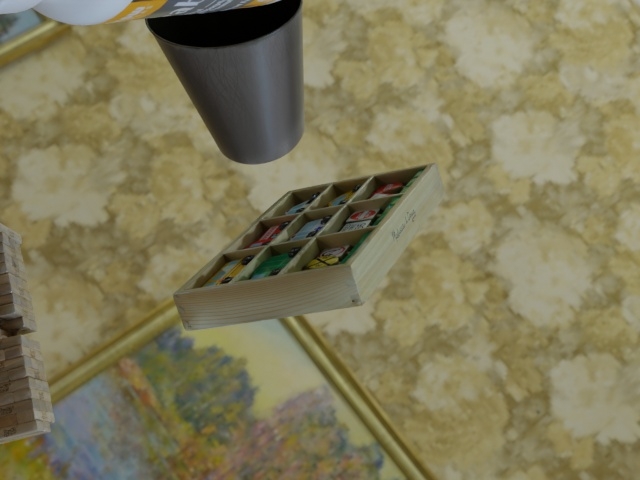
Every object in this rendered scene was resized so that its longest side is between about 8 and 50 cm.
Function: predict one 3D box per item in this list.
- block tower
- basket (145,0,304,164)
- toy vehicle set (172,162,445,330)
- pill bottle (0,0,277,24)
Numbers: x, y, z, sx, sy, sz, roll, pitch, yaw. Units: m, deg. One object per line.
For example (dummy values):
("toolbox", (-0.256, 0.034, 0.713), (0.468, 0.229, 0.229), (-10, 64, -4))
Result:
("block tower", (-0.505, 0.149, 1.742), (0.091, 0.097, 0.336), (66, 11, -76))
("basket", (-0.101, -0.222, 1.451), (0.204, 0.154, 0.227), (0, -38, 13))
("toy vehicle set", (0.000, 0.000, 0.989), (0.165, 0.267, 0.035), (-10, -73, 24))
("pill bottle", (-0.130, -0.232, 0.756), (0.162, 0.278, 0.162), (14, -67, 36))
